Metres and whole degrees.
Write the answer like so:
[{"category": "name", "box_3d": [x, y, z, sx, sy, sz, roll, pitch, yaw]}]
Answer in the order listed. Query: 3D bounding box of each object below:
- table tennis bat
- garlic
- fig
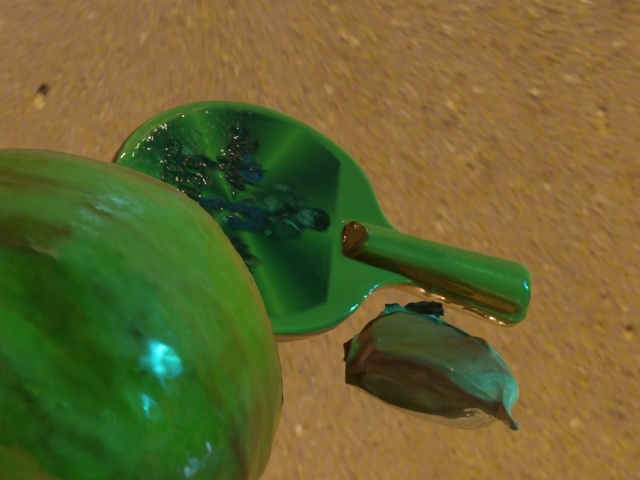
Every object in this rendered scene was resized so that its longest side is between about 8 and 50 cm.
[{"category": "table tennis bat", "box_3d": [0.000, 0.000, 1.288, 0.321, 0.198, 0.050, 16, 143, -8]}, {"category": "garlic", "box_3d": [0.082, 0.094, 1.190, 0.152, 0.084, 0.066, 20, 129, 28]}, {"category": "fig", "box_3d": [-0.123, 0.006, 0.457, 0.245, 0.149, 0.149, 40, 96, -10]}]
